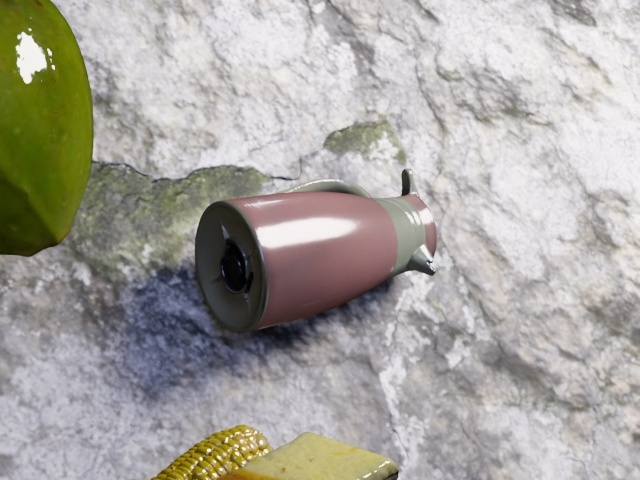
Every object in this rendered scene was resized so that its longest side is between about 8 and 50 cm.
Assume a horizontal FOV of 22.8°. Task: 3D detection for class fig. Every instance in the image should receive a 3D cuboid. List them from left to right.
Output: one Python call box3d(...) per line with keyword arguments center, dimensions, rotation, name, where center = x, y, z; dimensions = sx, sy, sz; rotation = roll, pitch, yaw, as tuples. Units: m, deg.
box3d(center=(-0.359, -0.118, 1.601), dimensions=(0.316, 0.316, 0.316), rotation=(8, 66, -19), name="fig")

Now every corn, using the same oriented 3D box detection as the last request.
box3d(center=(-0.156, 0.292, 1.614), dimensions=(0.291, 0.101, 0.101), rotation=(-40, 87, -31), name="corn")

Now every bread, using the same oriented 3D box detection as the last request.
box3d(center=(-0.054, 0.290, 1.587), dimensions=(0.266, 0.178, 0.142), rotation=(-27, 82, -43), name="bread")

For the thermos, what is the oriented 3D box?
box3d(center=(0.000, 0.000, 1.786), dimensions=(0.265, 0.146, 0.176), rotation=(-12, 48, -35), name="thermos")
